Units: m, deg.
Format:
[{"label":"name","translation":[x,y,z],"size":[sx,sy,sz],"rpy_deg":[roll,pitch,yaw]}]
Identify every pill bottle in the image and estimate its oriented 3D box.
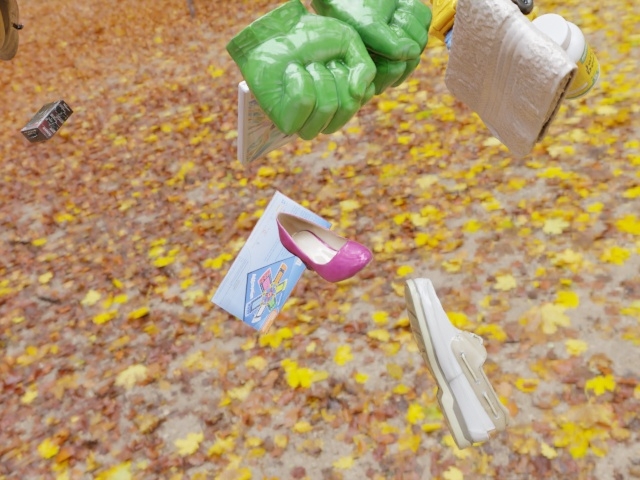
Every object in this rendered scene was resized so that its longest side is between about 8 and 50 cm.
[{"label":"pill bottle","translation":[0.497,-0.381,1.437],"size":[0.117,0.118,0.208],"rpy_deg":[10,-7,37]}]

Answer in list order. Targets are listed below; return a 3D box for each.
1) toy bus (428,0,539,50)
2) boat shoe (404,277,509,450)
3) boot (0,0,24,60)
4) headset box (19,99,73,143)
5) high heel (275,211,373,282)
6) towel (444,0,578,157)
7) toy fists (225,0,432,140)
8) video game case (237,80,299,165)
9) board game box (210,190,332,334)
[{"label":"toy bus","translation":[0.340,-0.453,1.470],"size":[0.149,0.220,0.212],"rpy_deg":[-38,32,53]},{"label":"boat shoe","translation":[0.231,0.198,1.190],"size":[0.103,0.303,0.113],"rpy_deg":[-20,2,-1]},{"label":"boot","translation":[-0.569,-0.443,1.197],"size":[0.090,0.249,0.207],"rpy_deg":[6,6,-11]},{"label":"headset box","translation":[-0.491,-0.209,1.238],"size":[0.062,0.032,0.083],"rpy_deg":[-1,48,39]},{"label":"high heel","translation":[0.000,0.000,1.173],"size":[0.082,0.117,0.244],"rpy_deg":[-41,18,-13]},{"label":"towel","translation":[0.249,-0.226,0.961],"size":[0.049,0.282,0.187],"rpy_deg":[-39,74,-5]},{"label":"toy fists","translation":[0.029,-0.218,0.790],"size":[0.279,0.142,0.096],"rpy_deg":[-42,12,-37]},{"label":"video game case","translation":[-0.076,-0.347,1.760],"size":[0.299,0.329,0.036],"rpy_deg":[-30,73,-19]},{"label":"board game box","translation":[-0.106,0.048,1.514],"size":[0.145,0.281,0.027],"rpy_deg":[31,-1,5]}]
